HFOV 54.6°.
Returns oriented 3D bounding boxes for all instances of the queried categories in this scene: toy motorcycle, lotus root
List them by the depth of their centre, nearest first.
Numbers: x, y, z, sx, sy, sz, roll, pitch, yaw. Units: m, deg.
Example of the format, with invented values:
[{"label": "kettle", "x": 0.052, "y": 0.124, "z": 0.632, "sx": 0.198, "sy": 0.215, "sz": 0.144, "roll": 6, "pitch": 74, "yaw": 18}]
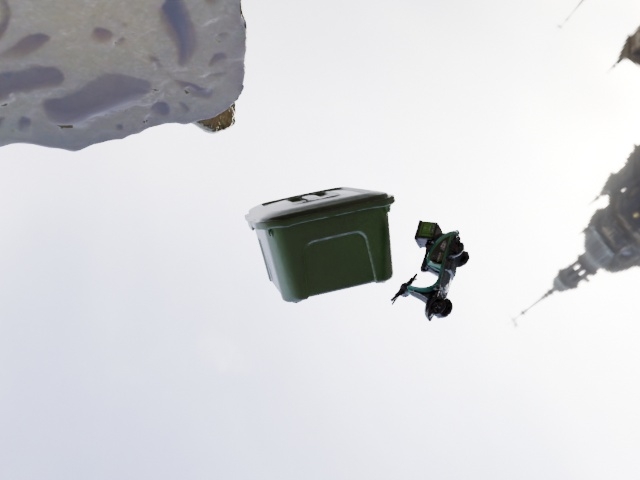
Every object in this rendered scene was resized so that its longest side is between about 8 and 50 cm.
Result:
[{"label": "lotus root", "x": -0.228, "y": -0.243, "z": 0.506, "sx": 0.316, "sy": 0.316, "sz": 0.249, "roll": -12, "pitch": -106, "yaw": -33}, {"label": "toy motorcycle", "x": 0.186, "y": 0.052, "z": 1.030, "sx": 0.100, "sy": 0.058, "sz": 0.173, "roll": 6, "pitch": -116, "yaw": 32}]

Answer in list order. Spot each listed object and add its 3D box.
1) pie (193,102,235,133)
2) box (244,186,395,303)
[{"label": "pie", "x": -0.209, "y": -0.296, "z": 1.080, "sx": 0.185, "sy": 0.052, "sz": 0.218, "roll": -11, "pitch": -82, "yaw": -68}, {"label": "box", "x": 0.000, "y": 0.000, "z": 1.195, "sx": 0.253, "sy": 0.329, "sz": 0.177, "roll": -14, "pitch": -80, "yaw": -9}]
